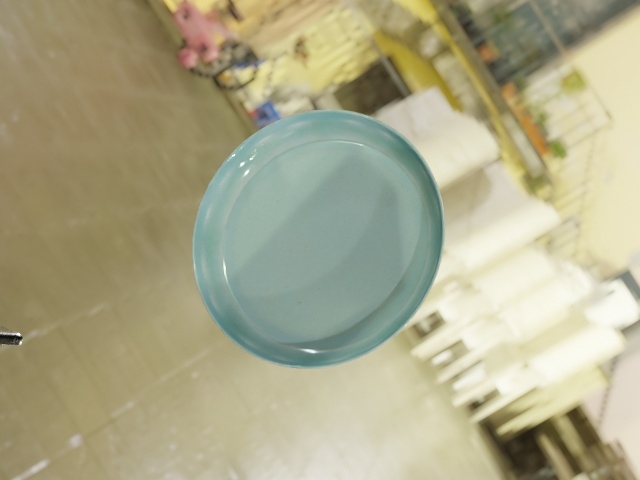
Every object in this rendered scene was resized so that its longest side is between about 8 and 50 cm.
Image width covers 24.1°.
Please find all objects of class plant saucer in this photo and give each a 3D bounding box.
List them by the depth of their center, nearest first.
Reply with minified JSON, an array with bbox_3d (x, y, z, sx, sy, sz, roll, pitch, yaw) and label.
[{"bbox_3d":[0.000,0.000,1.795,0.317,0.318,0.044,61,10,22],"label":"plant saucer"}]

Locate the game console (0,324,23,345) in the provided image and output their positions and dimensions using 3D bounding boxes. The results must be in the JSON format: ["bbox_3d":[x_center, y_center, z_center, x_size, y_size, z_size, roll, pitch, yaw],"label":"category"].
[{"bbox_3d":[-0.337,0.095,1.286,0.107,0.071,0.122,19,4,30],"label":"game console"}]
